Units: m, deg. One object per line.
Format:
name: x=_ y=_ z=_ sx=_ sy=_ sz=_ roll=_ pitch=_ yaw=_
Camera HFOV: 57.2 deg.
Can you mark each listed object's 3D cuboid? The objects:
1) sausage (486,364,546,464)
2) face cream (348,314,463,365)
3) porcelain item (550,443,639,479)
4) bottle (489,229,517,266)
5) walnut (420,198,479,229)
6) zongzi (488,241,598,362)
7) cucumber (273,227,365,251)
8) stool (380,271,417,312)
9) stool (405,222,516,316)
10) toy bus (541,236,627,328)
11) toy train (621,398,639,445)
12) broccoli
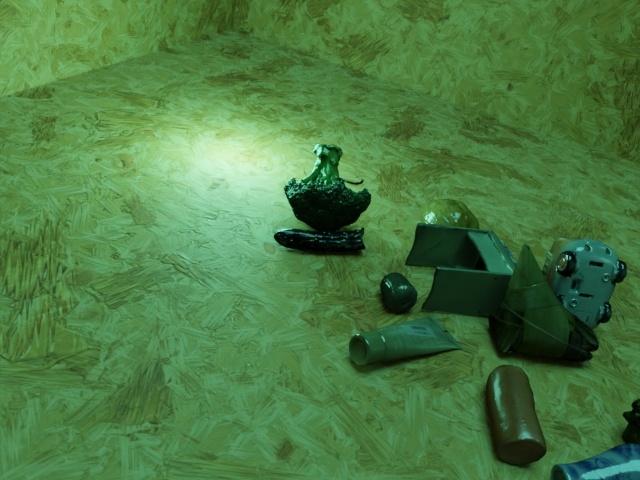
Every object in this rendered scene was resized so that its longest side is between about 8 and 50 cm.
sausage: x=0.461 y=0.404 z=1.415 sx=0.114 sy=0.113 sz=0.259 roll=12 pitch=34 yaw=-2
face cream: x=0.229 y=0.267 z=1.577 sx=0.341 sy=0.084 sz=0.137 roll=-4 pitch=38 yaw=-38
porcelain item: x=0.643 y=0.523 z=1.283 sx=0.259 sy=0.141 sz=0.141 roll=-4 pitch=36 yaw=-8
bottle: x=0.629 y=0.035 z=2.067 sx=0.060 sy=0.060 sz=0.217 roll=4 pitch=34 yaw=-13
walnut: x=0.441 y=-0.051 z=2.018 sx=0.195 sy=0.195 sz=0.221 roll=8 pitch=32 yaw=-8
zongzi: x=0.653 y=0.176 z=1.634 sx=0.290 sy=0.317 sz=0.154 roll=9 pitch=22 yaw=-6
cucumber: x=0.000 y=0.000 z=1.889 sx=0.304 sy=0.081 sz=0.072 roll=-2 pitch=-8 yaw=-14
stool: x=0.227 y=0.151 z=1.728 sx=0.096 sy=0.096 sz=0.110 roll=2 pitch=29 yaw=-16
stool: x=0.431 y=0.089 z=1.817 sx=0.270 sy=0.170 sz=0.243 roll=6 pitch=33 yaw=-10
toy bus: x=0.776 y=0.121 z=1.816 sx=0.194 sy=0.287 sz=0.232 roll=8 pitch=17 yaw=-9
toy train: x=0.805 y=0.488 z=1.387 sx=0.090 sy=0.137 sz=0.225 roll=-1 pitch=32 yaw=-10
broccoli: x=0.025 y=-0.172 z=1.947 sx=0.298 sy=0.297 sz=0.297 roll=5 pitch=-1 yaw=0
